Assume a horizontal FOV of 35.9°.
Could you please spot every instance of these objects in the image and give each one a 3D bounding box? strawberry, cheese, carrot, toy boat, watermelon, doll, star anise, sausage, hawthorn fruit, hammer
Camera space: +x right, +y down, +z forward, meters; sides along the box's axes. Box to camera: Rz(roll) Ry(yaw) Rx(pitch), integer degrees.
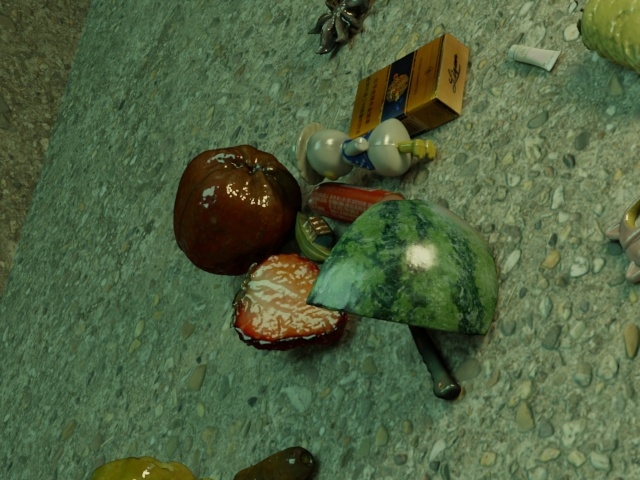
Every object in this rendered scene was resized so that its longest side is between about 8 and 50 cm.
[{"bbox_3d":[-0.040,0.132,1.747,0.236,0.111,0.190,17,66,34],"label":"strawberry"},{"bbox_3d":[0.456,-0.305,1.405,0.123,0.094,0.167,-53,32,6],"label":"cheese"},{"bbox_3d":[-0.081,0.385,1.623,0.186,0.060,0.060,-32,41,40],"label":"carrot"},{"bbox_3d":[0.000,0.000,1.819,0.066,0.065,0.172,-59,38,20],"label":"toy boat"},{"bbox_3d":[0.143,0.040,1.468,0.260,0.256,0.176,-64,1,-15],"label":"watermelon"},{"bbox_3d":[0.062,-0.158,1.774,0.293,0.138,0.119,3,87,33],"label":"doll"},{"bbox_3d":[0.047,-0.495,2.167,0.181,0.061,0.204,15,80,52],"label":"star anise"},{"bbox_3d":[0.054,-0.067,1.791,0.274,0.074,0.074,17,78,58],"label":"sausage"},{"bbox_3d":[-0.168,-0.057,1.941,0.258,0.258,0.261,39,108,58],"label":"hawthorn fruit"},{"bbox_3d":[0.151,0.142,1.521,0.111,0.033,0.287,-48,34,19],"label":"hammer"}]

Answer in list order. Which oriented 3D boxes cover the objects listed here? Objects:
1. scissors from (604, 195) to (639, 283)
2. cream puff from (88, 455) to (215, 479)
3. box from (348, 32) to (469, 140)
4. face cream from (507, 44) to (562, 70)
[{"bbox_3d":[0.494,-0.072,1.224,0.317,0.024,0.160,-42,34,27],"label":"scissors"},{"bbox_3d":[-0.220,0.480,1.489,0.257,0.324,0.291,-6,28,30],"label":"cream puff"},{"bbox_3d":[0.159,-0.264,1.815,0.237,0.070,0.152,-20,48,44],"label":"box"},{"bbox_3d":[0.351,-0.303,1.622,0.038,0.020,0.115,-58,34,1],"label":"face cream"}]
